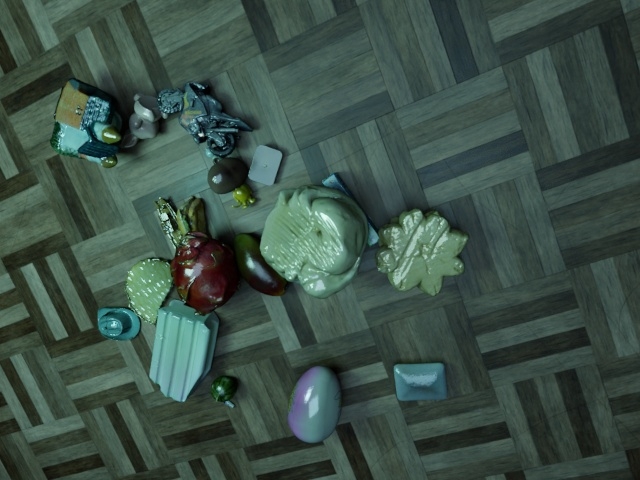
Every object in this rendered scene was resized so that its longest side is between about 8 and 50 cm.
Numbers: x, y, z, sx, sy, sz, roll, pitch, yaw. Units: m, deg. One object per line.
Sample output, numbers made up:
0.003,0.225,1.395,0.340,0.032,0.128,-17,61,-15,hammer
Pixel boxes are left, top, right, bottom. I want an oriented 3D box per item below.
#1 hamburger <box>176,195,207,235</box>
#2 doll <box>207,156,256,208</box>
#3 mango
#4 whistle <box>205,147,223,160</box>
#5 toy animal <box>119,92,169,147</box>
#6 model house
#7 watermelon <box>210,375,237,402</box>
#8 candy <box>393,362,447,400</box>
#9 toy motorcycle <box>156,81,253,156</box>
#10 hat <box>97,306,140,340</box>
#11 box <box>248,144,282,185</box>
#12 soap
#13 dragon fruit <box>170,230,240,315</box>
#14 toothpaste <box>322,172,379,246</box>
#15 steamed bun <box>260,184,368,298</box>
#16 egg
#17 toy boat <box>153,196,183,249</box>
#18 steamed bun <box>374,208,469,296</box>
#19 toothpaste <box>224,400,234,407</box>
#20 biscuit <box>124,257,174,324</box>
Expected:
-0.469,-0.065,1.502,0.087,0.102,0.176,4,103,22,hamburger
-0.304,-0.191,1.436,0.145,0.096,0.188,-19,105,-27,doll
-0.220,0.091,1.483,0.133,0.111,0.267,-40,86,35,mango
-0.358,-0.282,1.465,0.035,0.035,0.100,-42,106,16,whistle
-0.605,-0.393,1.461,0.124,0.124,0.212,43,128,0,toy animal
-0.721,-0.360,1.395,0.291,0.184,0.253,27,98,30,model house
-0.368,0.563,1.613,0.109,0.109,0.109,2,102,10,watermelon
0.348,0.492,1.478,0.174,0.071,0.138,-6,101,12,candy
-0.382,-0.414,1.397,0.307,0.108,0.173,39,82,-3,toy motorcycle
-0.809,0.329,1.661,0.191,0.078,0.138,3,104,10,hat
-0.185,-0.254,1.432,0.091,0.031,0.126,16,106,-9,box
-0.515,0.422,1.605,0.208,0.115,0.346,15,104,8,soap
-0.390,0.118,1.449,0.250,0.250,0.315,5,101,10,dragon fruit
0.107,-0.104,1.400,0.050,0.065,0.266,-36,94,15,toothpaste
0.000,0.000,1.345,0.339,0.247,0.352,38,118,30,steamed bun
-0.015,0.578,1.507,0.196,0.196,0.271,23,92,5,egg
-0.542,-0.056,1.531,0.064,0.072,0.206,-22,97,14,toy boat
0.316,0.033,1.348,0.295,0.137,0.292,-28,104,3,steamed bun
-0.377,0.634,1.678,0.083,0.015,0.024,31,98,8,toothpaste
-0.656,0.173,1.620,0.187,0.036,0.273,31,106,3,biscuit
